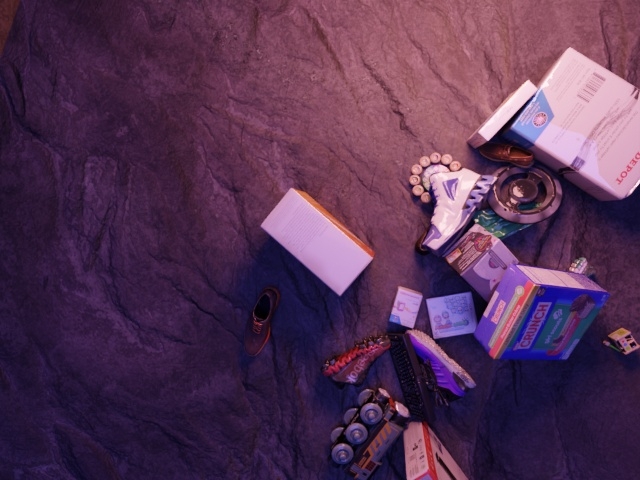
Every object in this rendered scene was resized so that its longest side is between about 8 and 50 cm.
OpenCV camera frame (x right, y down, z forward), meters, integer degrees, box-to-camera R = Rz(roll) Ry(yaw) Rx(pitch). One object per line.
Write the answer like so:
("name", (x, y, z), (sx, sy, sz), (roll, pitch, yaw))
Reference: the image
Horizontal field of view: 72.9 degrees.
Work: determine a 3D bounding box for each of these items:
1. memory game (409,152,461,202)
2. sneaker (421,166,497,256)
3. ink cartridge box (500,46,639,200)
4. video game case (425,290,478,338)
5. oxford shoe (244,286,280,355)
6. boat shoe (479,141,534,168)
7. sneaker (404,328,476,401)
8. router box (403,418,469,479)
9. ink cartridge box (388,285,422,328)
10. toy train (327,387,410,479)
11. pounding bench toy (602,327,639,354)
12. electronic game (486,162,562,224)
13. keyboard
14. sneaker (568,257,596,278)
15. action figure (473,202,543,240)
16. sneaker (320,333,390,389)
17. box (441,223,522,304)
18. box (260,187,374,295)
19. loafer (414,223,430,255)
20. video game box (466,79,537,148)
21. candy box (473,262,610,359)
("memory game", (0.398, -0.211, 1.481), (0.186, 0.012, 0.187), (-2, 82, 13))
("sneaker", (0.404, -0.114, 1.402), (0.182, 0.127, 0.316), (36, 85, 24))
("ink cartridge box", (0.823, -0.346, 1.345), (0.394, 0.166, 0.286), (36, 98, 7))
("video game case", (0.459, 0.260, 1.511), (0.157, 0.019, 0.143), (-12, 91, 10))
("oxford shoe", (-0.230, 0.301, 1.583), (0.096, 0.098, 0.272), (17, 96, 8))
("boat shoe", (0.610, -0.292, 1.418), (0.177, 0.060, 0.064), (24, 79, 25))
("sneaker", (0.380, 0.442, 1.492), (0.293, 0.102, 0.146), (43, 99, 5))
("router box", (0.392, 0.779, 1.392), (0.082, 0.335, 0.301), (-37, 88, 9))
("ink cartridge box", (0.298, 0.233, 1.519), (0.088, 0.052, 0.123), (16, 94, 8))
("toy train", (0.169, 0.684, 1.530), (0.190, 0.142, 0.334), (34, 96, -6))
("pounding bench toy", (0.978, 0.340, 1.415), (0.083, 0.052, 0.065), (-33, 88, 9))
("electronic game", (0.657, -0.157, 1.407), (0.229, 0.048, 0.230), (-6, 65, 13))
("keyboard", (0.325, 0.468, 1.474), (0.033, 0.201, 0.318), (-19, 91, -35))
("sneaker", (0.840, 0.142, 1.424), (0.076, 0.065, 0.167), (34, 99, 2))
("action figure", (0.634, -0.072, 1.443), (0.232, 0.063, 0.137), (-22, 88, 7))
("sneaker", (0.141, 0.435, 1.533), (0.275, 0.097, 0.135), (-33, 87, 11))
("box", (0.541, 0.097, 1.379), (0.163, 0.142, 0.247), (-45, 114, 9))
("box", (0.000, 0.000, 1.471), (0.345, 0.215, 0.168), (41, 98, 4))
("loafer", (0.407, -0.038, 1.472), (0.080, 0.078, 0.220), (35, 97, 6))
("video game box", (0.568, -0.392, 1.374), (0.048, 0.187, 0.205), (43, 99, 5))
("candy box", (0.669, 0.225, 1.321), (0.316, 0.122, 0.269), (8, 115, -21))
